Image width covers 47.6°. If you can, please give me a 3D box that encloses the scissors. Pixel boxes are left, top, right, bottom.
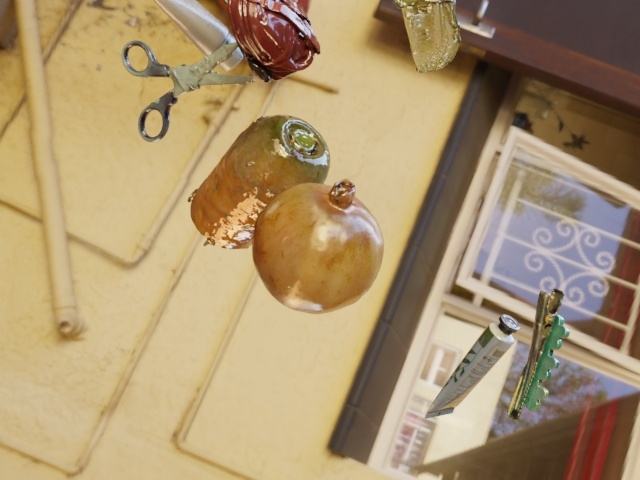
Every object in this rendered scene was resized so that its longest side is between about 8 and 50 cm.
[{"bbox_3d":[-0.320,-0.384,1.745,0.029,0.384,0.255,-23,105,-58],"label":"scissors"}]

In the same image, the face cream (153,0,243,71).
[{"bbox_3d":[-0.317,-0.549,1.779,0.089,0.314,0.143,-31,-147,25],"label":"face cream"}]

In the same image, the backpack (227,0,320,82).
[{"bbox_3d":[-0.105,-0.451,1.495,0.229,0.139,0.229,36,46,-49],"label":"backpack"}]

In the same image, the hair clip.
[{"bbox_3d":[0.275,0.145,0.904,0.049,0.049,0.172,-44,149,-80],"label":"hair clip"}]

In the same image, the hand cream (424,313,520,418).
[{"bbox_3d":[0.299,0.257,1.432,0.091,0.058,0.271,0,130,-42],"label":"hand cream"}]

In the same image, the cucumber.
[{"bbox_3d":[0.252,-0.503,1.681,0.325,0.145,0.105,51,40,-70],"label":"cucumber"}]

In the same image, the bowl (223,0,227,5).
[{"bbox_3d":[-0.129,-0.618,1.716,0.112,0.212,0.211,-32,144,-72],"label":"bowl"}]

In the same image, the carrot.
[{"bbox_3d":[-0.136,-0.133,1.678,0.341,0.224,0.224,-43,-167,38],"label":"carrot"}]

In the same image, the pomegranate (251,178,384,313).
[{"bbox_3d":[0.000,0.000,1.383,0.229,0.252,0.270,0,138,-40],"label":"pomegranate"}]
